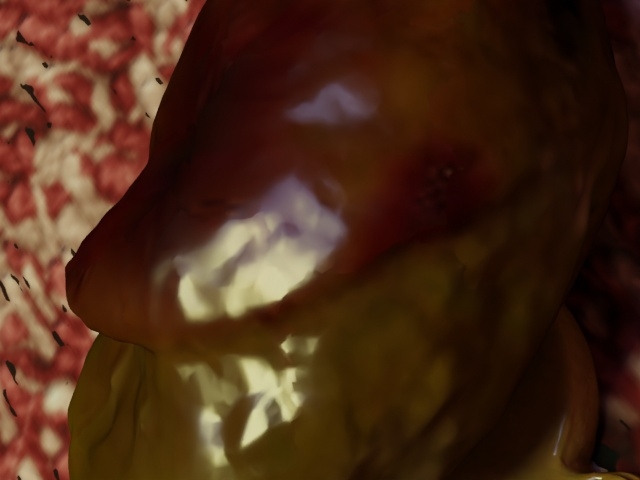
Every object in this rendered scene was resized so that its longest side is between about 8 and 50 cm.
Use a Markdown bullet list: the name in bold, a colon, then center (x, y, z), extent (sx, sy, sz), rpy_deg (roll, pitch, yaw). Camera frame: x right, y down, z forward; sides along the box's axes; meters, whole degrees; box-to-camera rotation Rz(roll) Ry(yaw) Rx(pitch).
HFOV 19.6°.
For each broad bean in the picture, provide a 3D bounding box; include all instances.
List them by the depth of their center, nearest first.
- **broad bean**: center (-0.003, -0.002, 0.537), extent (0.156, 0.122, 0.228), rpy_deg (35, 92, 44)

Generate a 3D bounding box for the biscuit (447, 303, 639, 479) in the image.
- **biscuit**: center (0.047, 0.087, 0.565), extent (0.133, 0.027, 0.184), rpy_deg (-13, 71, 41)
